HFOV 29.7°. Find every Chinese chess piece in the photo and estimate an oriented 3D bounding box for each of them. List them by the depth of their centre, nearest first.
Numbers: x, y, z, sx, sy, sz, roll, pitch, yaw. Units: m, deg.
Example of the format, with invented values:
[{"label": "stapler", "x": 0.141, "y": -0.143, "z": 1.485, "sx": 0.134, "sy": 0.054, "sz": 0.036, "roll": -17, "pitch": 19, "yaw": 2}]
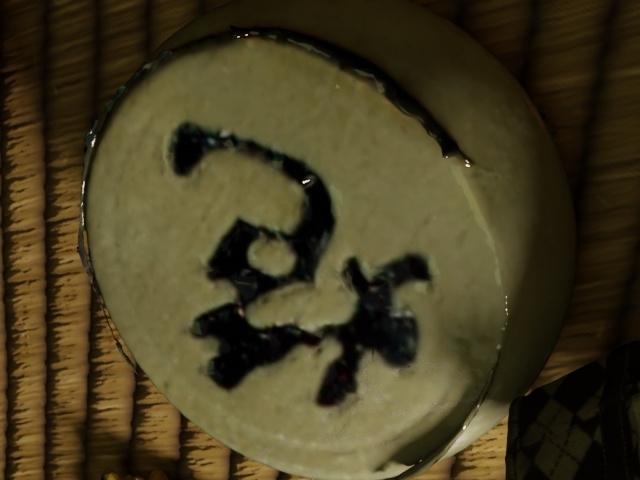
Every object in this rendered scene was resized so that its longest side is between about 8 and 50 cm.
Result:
[{"label": "Chinese chess piece", "x": 0.000, "y": 0.000, "z": 0.839, "sx": 0.349, "sy": 0.146, "sz": 0.349, "roll": 12, "pitch": 116, "yaw": 26}]

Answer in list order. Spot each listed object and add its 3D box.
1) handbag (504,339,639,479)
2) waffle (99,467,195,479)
[{"label": "handbag", "x": 0.357, "y": 0.143, "z": 0.671, "sx": 0.416, "sy": 0.180, "sz": 0.317, "roll": -34, "pitch": 110, "yaw": 31}, {"label": "waffle", "x": -0.121, "y": 0.322, "z": 1.104, "sx": 0.232, "sy": 0.051, "sz": 0.228, "roll": 21, "pitch": 117, "yaw": 20}]
